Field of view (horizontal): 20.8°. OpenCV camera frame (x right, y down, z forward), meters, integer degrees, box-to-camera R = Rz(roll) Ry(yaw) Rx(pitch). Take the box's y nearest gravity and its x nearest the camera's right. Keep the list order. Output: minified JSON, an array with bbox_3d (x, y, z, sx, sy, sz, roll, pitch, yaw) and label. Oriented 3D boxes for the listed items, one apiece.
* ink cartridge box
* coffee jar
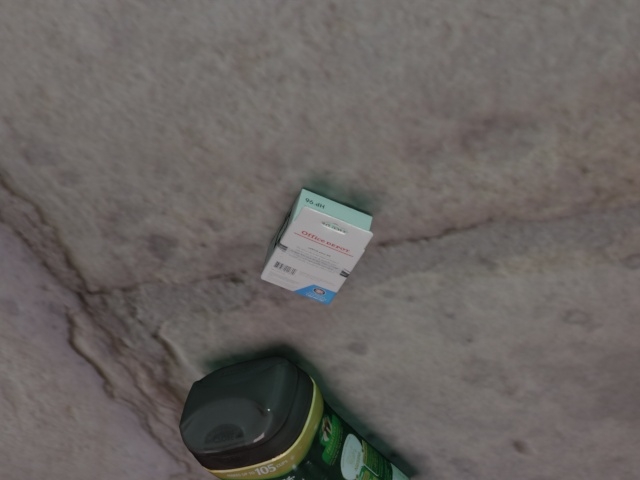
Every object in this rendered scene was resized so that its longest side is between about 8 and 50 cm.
[{"bbox_3d":[0.000,0.000,1.068,0.048,0.028,0.083,22,142,-9],"label":"ink cartridge box"},{"bbox_3d":[-0.014,0.158,1.231,0.096,0.079,0.184,-15,133,33],"label":"coffee jar"}]
